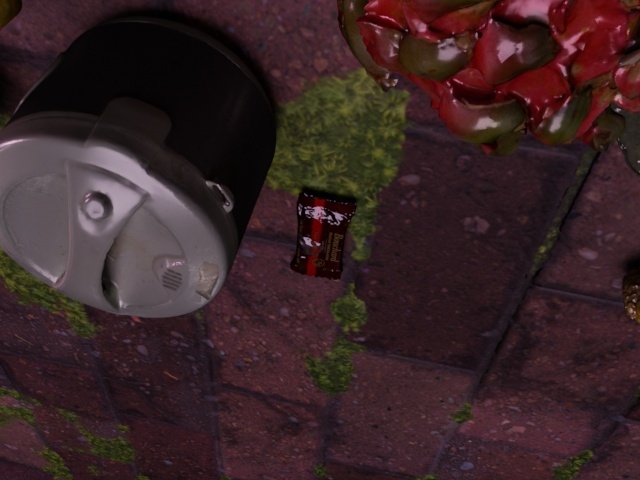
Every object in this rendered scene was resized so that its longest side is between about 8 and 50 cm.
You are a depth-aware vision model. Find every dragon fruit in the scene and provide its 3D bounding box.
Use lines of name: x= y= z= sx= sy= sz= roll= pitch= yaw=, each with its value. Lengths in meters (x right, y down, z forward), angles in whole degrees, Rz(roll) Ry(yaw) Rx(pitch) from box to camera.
dragon fruit: x=0.133 y=-0.198 z=0.520 sx=0.302 sy=0.237 sz=0.231 roll=33 pitch=133 yaw=18

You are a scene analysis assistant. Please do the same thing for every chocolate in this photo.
chocolate: x=0.000 y=0.000 z=0.954 sx=0.086 sy=0.028 sz=0.182 roll=12 pitch=138 yaw=0

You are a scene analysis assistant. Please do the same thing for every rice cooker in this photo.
rice cooker: x=-0.205 y=-0.071 z=0.743 sx=0.288 sy=0.277 sz=0.288 roll=10 pitch=141 yaw=8

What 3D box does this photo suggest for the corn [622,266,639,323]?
corn: x=0.534 y=0.061 z=0.798 sx=0.322 sy=0.119 sz=0.119 roll=-5 pitch=136 yaw=29

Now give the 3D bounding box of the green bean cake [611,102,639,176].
green bean cake: x=0.357 y=-0.157 z=0.612 sx=0.185 sy=0.094 sz=0.183 roll=-14 pitch=133 yaw=30

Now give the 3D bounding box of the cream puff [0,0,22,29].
cream puff: x=-0.441 y=-0.312 z=0.579 sx=0.323 sy=0.270 sz=0.274 roll=-5 pitch=110 yaw=-23
